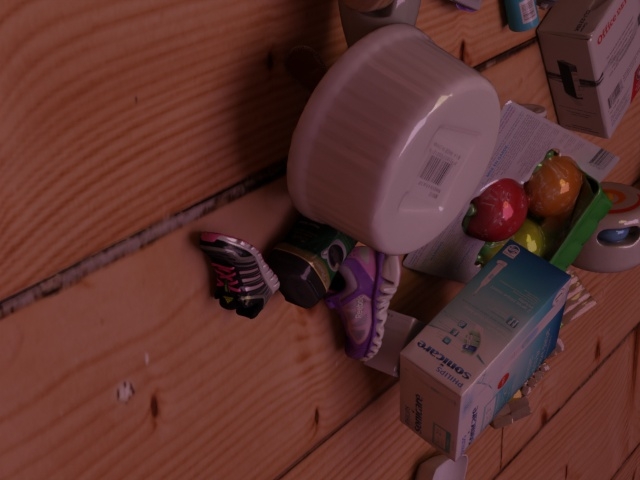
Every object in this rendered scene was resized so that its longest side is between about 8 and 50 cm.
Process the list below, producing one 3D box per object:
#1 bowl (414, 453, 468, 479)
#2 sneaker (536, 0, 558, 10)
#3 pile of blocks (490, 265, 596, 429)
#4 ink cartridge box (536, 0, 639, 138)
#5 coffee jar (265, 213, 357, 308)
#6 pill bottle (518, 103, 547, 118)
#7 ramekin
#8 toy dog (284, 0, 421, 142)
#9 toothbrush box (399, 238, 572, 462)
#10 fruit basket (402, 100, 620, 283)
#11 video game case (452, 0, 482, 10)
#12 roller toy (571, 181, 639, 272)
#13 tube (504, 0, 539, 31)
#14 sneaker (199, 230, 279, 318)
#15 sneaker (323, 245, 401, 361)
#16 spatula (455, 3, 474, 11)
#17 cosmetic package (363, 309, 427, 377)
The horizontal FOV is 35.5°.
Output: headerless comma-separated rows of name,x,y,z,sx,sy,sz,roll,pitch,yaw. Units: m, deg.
bowl,0.223,0.476,1.931,0.142,0.053,0.142,-1,106,-53
sneaker,0.427,-0.532,1.750,0.281,0.105,0.115,-63,178,-19
pile of blocks,0.416,0.209,2.056,0.362,0.149,0.112,-59,-173,-3
ink cartridge box,0.529,-0.364,1.919,0.197,0.114,0.273,-55,143,-21
coffee jar,0.000,0.000,1.389,0.184,0.079,0.096,-56,142,-23
pill bottle,0.378,-0.185,1.834,0.067,0.067,0.120,-30,128,-44
ramekin,0.101,-0.115,1.243,0.277,0.135,0.277,-37,146,-31
toy dog,0.038,-0.266,1.301,0.220,0.161,0.334,5,116,-57
toothbrush box,0.264,0.179,1.627,0.295,0.126,0.216,-41,149,-26
fruit basket,0.332,-0.060,1.744,0.353,0.165,0.327,18,111,-38
video game case,0.196,-0.468,1.468,0.193,0.023,0.212,9,98,-44
roller toy,0.592,-0.036,2.084,0.209,0.191,0.146,-33,129,-42
tube,0.322,-0.450,1.660,0.080,0.052,0.207,-49,134,-36
sneaker,-0.109,0.049,1.276,0.075,0.063,0.170,-66,150,-19
sneaker,0.050,0.088,1.499,0.095,0.104,0.236,-95,-169,-45
spatula,0.245,-0.504,1.541,0.084,0.030,0.297,-5,109,-54
cosmetic package,0.150,0.181,1.666,0.239,0.060,0.099,29,79,-64
